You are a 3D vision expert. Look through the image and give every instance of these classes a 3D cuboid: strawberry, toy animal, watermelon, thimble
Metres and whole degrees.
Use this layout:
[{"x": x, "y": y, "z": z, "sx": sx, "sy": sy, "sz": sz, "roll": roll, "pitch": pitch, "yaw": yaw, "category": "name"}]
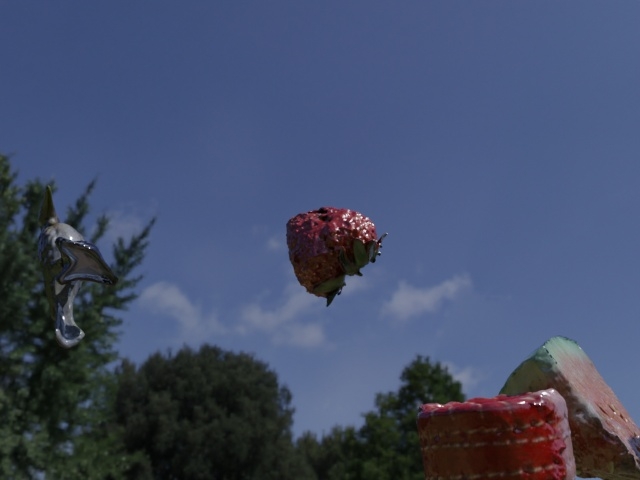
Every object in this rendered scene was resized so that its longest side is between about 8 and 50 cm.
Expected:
[{"x": 0.010, "y": -0.012, "z": 1.392, "sx": 0.174, "sy": 0.228, "sz": 0.098, "roll": -37, "pitch": -54, "yaw": 8, "category": "strawberry"}, {"x": -0.276, "y": 0.016, "z": 0.847, "sx": 0.070, "sy": 0.202, "sz": 0.105, "roll": 11, "pitch": -65, "yaw": -39, "category": "toy animal"}, {"x": 0.372, "y": 0.261, "z": 1.108, "sx": 0.192, "sy": 0.257, "sz": 0.140, "roll": 6, "pitch": -54, "yaw": -49, "category": "watermelon"}, {"x": 0.220, "y": 0.257, "z": 1.000, "sx": 0.189, "sy": 0.125, "sz": 0.163, "roll": -9, "pitch": -11, "yaw": 3, "category": "thimble"}]
